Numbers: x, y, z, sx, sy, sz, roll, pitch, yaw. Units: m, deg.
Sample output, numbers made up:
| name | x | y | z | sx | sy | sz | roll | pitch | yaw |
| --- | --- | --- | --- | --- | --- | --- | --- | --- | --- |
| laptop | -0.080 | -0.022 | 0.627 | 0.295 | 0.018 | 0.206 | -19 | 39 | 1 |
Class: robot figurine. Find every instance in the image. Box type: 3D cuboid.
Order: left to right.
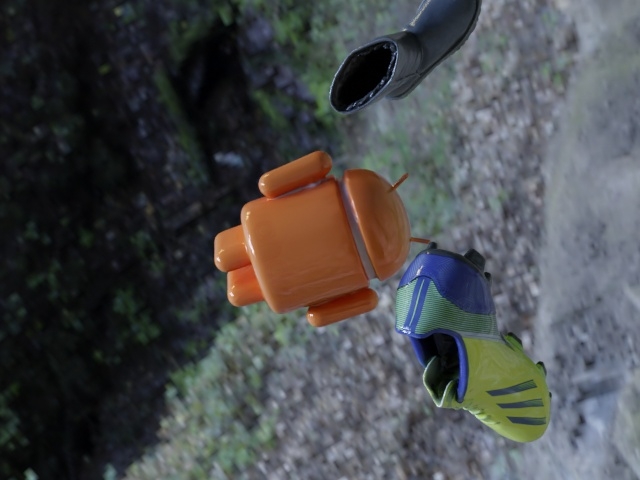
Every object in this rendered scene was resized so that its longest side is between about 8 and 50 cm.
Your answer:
| name | x | y | z | sx | sy | sz | roll | pitch | yaw |
| --- | --- | --- | --- | --- | --- | --- | --- | --- | --- |
| robot figurine | 0.001 | 0.002 | 1.794 | 0.219 | 0.128 | 0.158 | -18 | 73 | 4 |

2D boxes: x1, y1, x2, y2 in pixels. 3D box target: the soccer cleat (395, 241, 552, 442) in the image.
| name | x | y | z | sx | sy | sz | roll | pitch | yaw |
| --- | --- | --- | --- | --- | --- | --- | --- | --- | --- |
| soccer cleat | 0.136 | 0.121 | 1.596 | 0.093 | 0.289 | 0.121 | 9 | 58 | 32 |

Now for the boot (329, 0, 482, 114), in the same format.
| name | x | y | z | sx | sy | sz | roll | pitch | yaw |
| --- | --- | --- | --- | --- | --- | --- | --- | --- | --- |
| boot | 0.096 | -0.222 | 1.916 | 0.076 | 0.208 | 0.189 | 37 | 103 | 14 |
